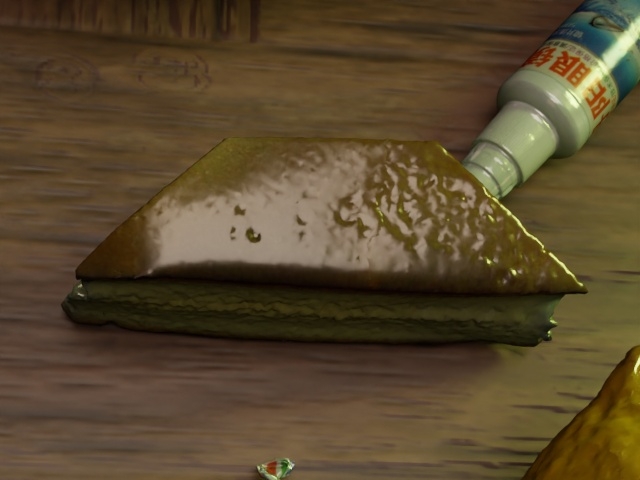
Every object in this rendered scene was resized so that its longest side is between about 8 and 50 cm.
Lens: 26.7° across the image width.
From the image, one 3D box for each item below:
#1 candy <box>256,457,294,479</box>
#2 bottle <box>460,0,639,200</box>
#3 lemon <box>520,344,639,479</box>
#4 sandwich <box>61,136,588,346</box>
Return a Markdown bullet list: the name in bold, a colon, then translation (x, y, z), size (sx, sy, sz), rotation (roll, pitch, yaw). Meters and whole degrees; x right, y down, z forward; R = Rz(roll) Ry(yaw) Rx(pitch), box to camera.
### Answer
- **candy**: translation (-0.024, 0.148, 0.664), size (0.030, 0.020, 0.083), rotation (0, 68, -11)
- **bottle**: translation (0.139, -0.085, 0.766), size (0.060, 0.060, 0.217), rotation (41, 69, 7)
- **lemon**: translation (0.172, 0.172, 0.599), size (0.188, 0.188, 0.256), rotation (-6, 74, -12)
- **sandwich**: translation (0.000, 0.000, 0.688), size (0.258, 0.094, 0.096), rotation (2, 73, -10)
